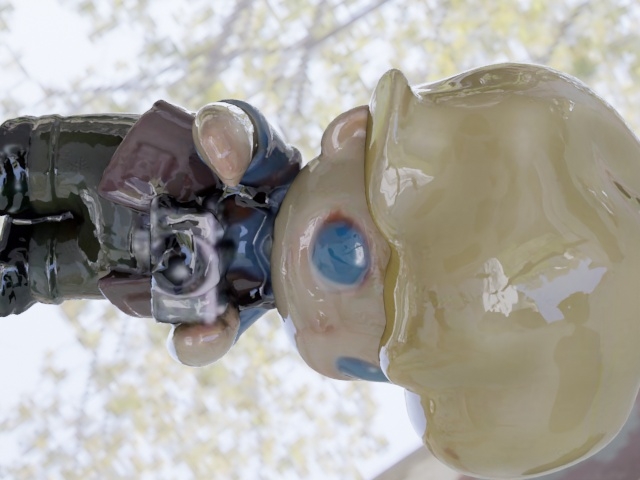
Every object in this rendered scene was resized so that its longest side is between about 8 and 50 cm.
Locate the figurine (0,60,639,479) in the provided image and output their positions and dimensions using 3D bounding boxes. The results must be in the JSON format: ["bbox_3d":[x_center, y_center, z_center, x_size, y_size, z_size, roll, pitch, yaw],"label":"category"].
[{"bbox_3d":[0.000,0.000,0.472,0.196,0.114,0.108,7,-162,8],"label":"figurine"}]
